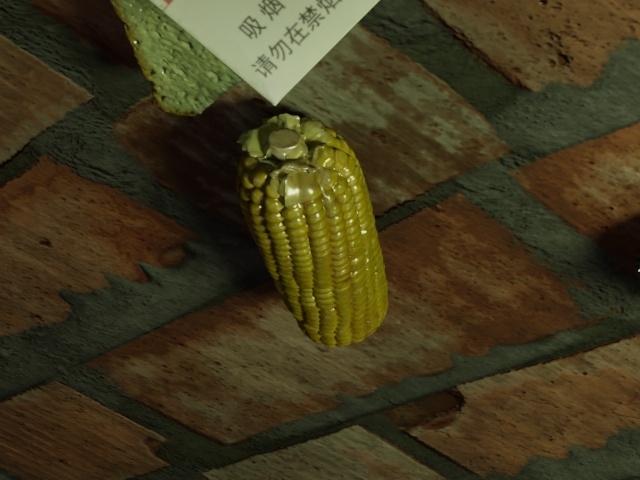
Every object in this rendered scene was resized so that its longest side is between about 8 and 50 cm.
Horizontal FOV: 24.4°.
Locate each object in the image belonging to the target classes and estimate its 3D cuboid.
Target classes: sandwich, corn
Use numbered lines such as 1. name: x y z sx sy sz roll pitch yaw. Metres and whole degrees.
1. sandwich: -0.076 -0.226 1.382 0.254 0.099 0.288 3 146 15
2. corn: 0.000 0.000 1.673 0.144 0.144 0.387 1 147 17

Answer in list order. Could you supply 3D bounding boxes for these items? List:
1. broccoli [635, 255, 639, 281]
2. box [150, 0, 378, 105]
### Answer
1. broccoli: 0.443 0.049 1.592 0.195 0.156 0.195 28 137 30
2. box: -0.088 -0.292 1.166 0.330 0.095 0.210 40 119 -13
